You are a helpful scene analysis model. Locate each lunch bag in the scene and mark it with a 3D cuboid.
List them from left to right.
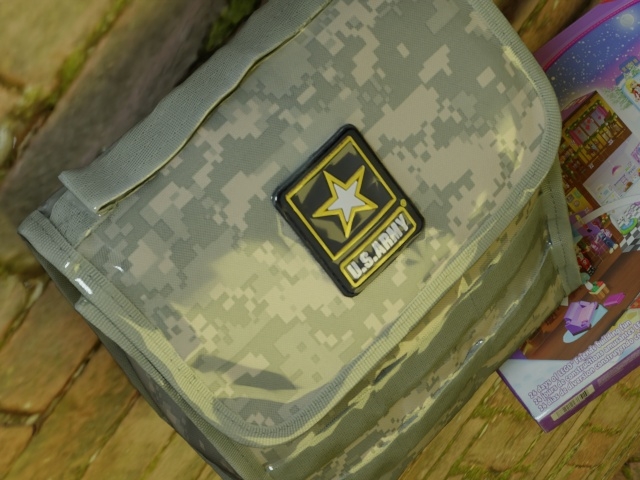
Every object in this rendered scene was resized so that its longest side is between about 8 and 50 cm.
[{"bbox_3d":[0.000,0.000,0.667,0.235,0.169,0.287,-45,148,-12],"label":"lunch bag"}]

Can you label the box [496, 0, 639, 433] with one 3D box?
[{"bbox_3d":[0.201,-0.043,0.846,0.293,0.201,0.057,-37,157,3],"label":"box"}]
